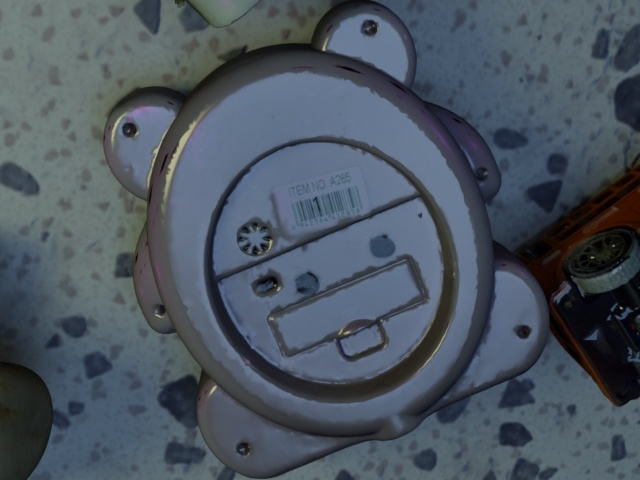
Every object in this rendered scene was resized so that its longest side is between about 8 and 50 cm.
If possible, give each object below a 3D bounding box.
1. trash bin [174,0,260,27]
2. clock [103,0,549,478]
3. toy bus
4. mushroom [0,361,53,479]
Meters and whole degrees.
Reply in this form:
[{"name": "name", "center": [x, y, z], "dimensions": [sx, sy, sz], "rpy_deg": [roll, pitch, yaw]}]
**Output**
[{"name": "trash bin", "center": [-0.106, -0.345, 0.710], "dimensions": [0.296, 0.256, 0.368], "rpy_deg": [-41, 120, -1]}, {"name": "clock", "center": [0.000, 0.000, 0.905], "dimensions": [0.295, 0.113, 0.322], "rpy_deg": [-23, 105, 2]}, {"name": "toy bus", "center": [0.333, -0.018, 0.990], "dimensions": [0.329, 0.153, 0.143], "rpy_deg": [-37, 112, 0]}, {"name": "mushroom", "center": [-0.291, 0.094, 0.845], "dimensions": [0.207, 0.207, 0.215], "rpy_deg": [18, 72, -21]}]
